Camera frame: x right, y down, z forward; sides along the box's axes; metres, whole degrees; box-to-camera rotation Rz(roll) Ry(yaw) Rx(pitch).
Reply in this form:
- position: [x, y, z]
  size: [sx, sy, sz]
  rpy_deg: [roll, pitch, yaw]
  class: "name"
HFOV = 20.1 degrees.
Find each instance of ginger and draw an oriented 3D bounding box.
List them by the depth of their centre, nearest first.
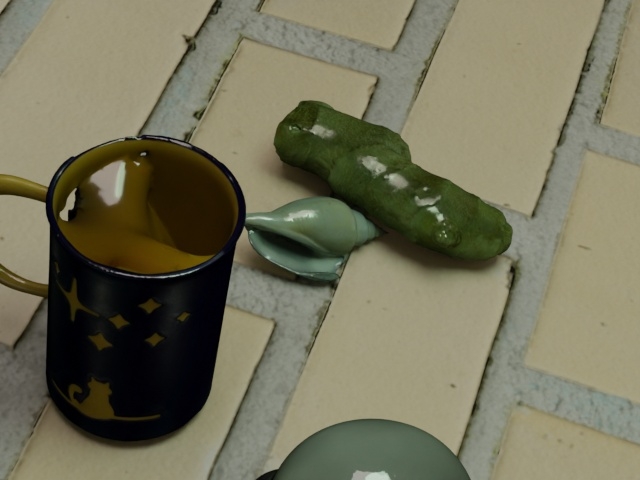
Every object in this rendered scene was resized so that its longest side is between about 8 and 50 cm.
- position: [0.076, -0.068, 1.957]
  size: [0.290, 0.089, 0.137]
  rpy_deg: [33, 9, 26]
  class: "ginger"

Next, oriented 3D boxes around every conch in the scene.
- position: [-0.004, -0.002, 1.908]
  size: [0.180, 0.088, 0.065]
  rpy_deg: [0, 2, -29]
  class: "conch"

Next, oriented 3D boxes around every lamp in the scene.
- position: [0.056, 0.260, 1.568]
  size: [0.197, 0.198, 0.244]
  rpy_deg: [-10, 29, -20]
  class: "lamp"

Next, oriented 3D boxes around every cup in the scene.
- position: [-0.199, 0.029, 1.694]
  size: [0.178, 0.256, 0.255]
  rpy_deg: [-31, 60, -34]
  class: "cup"
